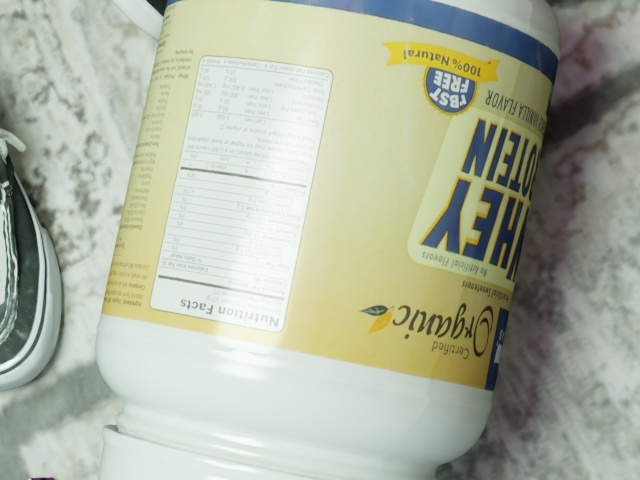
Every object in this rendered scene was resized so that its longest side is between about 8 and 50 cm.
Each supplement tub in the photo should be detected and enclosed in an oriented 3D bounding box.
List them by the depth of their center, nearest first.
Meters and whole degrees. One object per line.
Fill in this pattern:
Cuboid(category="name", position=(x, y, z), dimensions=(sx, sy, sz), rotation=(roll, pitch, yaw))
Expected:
Cuboid(category="supplement tub", position=(0.000, 0.000, 0.986), dimensions=(0.228, 0.228, 0.316), rotation=(10, 86, 16))

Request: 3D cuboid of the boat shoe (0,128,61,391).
Cuboid(category="boat shoe", position=(-0.246, -0.054, 1.117), dimensions=(0.113, 0.105, 0.306), rotation=(-13, 77, 0))

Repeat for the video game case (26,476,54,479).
Cuboid(category="video game case", position=(-0.206, 0.302, 1.101), dimensions=(0.232, 0.042, 0.210), rotation=(-39, 74, 8))

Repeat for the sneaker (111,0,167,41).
Cuboid(category="sneaker", position=(-0.118, -0.245, 1.125), dimensions=(0.121, 0.079, 0.217), rotation=(-35, 74, 10))
